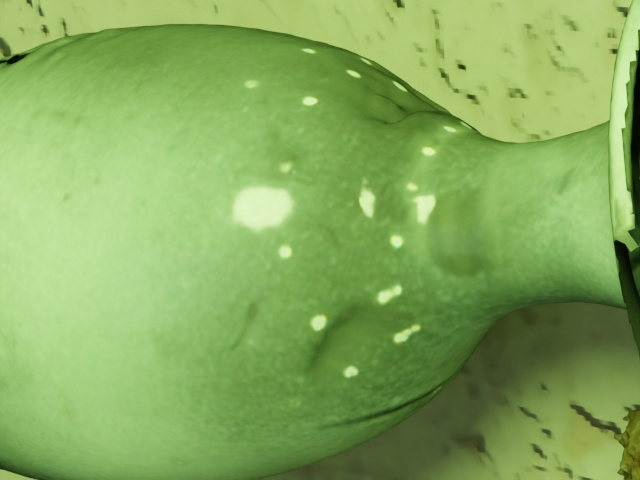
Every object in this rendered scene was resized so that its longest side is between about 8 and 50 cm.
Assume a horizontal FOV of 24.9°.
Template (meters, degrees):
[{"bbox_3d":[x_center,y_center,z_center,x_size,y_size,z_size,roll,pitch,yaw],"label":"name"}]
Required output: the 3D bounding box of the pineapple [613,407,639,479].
[{"bbox_3d":[0.144,0.118,0.552,0.058,0.058,0.124,12,127,34],"label":"pineapple"}]

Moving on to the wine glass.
[{"bbox_3d":[-0.001,0.000,0.524,0.357,0.190,0.191,-6,102,39],"label":"wine glass"}]
